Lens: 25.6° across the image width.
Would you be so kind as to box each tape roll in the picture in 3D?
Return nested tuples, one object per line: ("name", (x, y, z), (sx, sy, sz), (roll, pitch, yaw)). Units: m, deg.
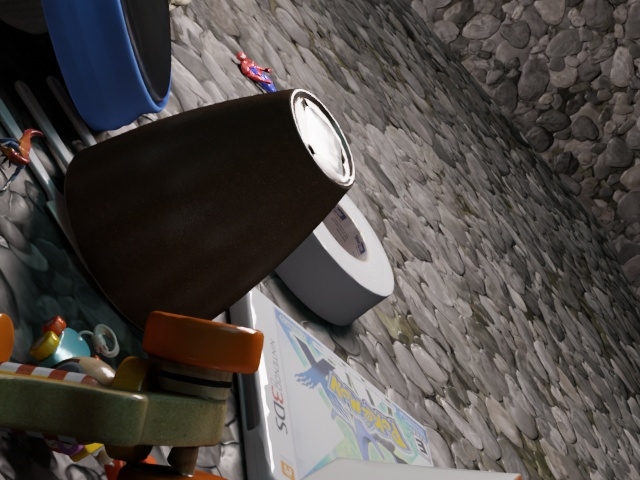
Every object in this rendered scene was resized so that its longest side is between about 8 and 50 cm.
("tape roll", (0.000, 0.000, 1.804), (0.219, 0.072, 0.219), (47, 19, -21))

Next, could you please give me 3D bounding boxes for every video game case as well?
("video game case", (0.030, 0.231, 1.513), (0.329, 0.036, 0.300), (42, 22, -32))

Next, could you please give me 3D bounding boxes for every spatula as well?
("spatula", (-0.248, -0.069, 1.415), (0.242, 0.019, 0.168), (56, 24, 11))

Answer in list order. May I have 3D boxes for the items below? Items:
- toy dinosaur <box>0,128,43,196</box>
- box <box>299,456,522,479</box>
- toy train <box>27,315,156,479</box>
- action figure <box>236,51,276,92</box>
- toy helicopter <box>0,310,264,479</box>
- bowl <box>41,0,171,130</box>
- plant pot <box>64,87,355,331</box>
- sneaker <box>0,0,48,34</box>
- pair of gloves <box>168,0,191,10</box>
("toy dinosaur", (-0.278, -0.084, 1.279), (0.082, 0.090, 0.047), (4, -45, 52))
("box", (0.032, 0.303, 1.042), (0.345, 0.168, 0.215), (-10, 100, -70))
("toy train", (-0.186, 0.143, 1.137), (0.125, 0.046, 0.166), (27, 35, -56))
("action figure", (-0.086, -0.242, 2.107), (0.115, 0.030, 0.038), (40, 27, -30))
("toy helicopter", (-0.221, 0.097, 0.931), (0.355, 0.235, 0.140), (14, 86, -52))
("bowl", (-0.228, -0.312, 1.495), (0.391, 0.077, 0.391), (-7, 90, -87))
("plant pot", (-0.089, -0.047, 1.366), (0.215, 0.230, 0.215), (47, 26, -32))
("sneaker", (-0.325, -0.333, 1.572), (0.282, 0.102, 0.161), (61, 16, 21))
("pair of gloves", (-0.267, -0.419, 1.962), (0.240, 0.042, 0.204), (51, 15, -14))
